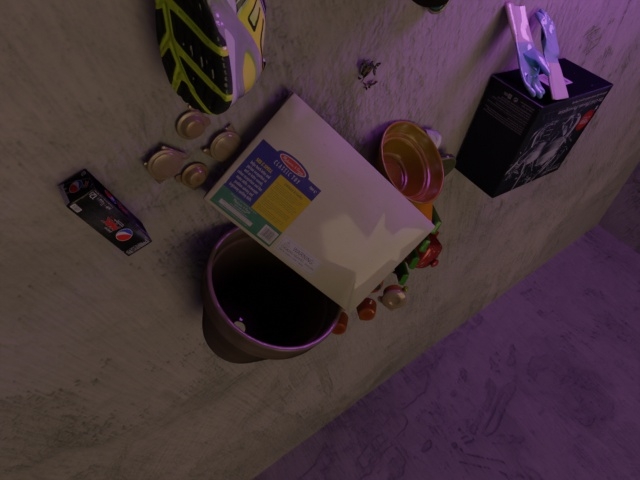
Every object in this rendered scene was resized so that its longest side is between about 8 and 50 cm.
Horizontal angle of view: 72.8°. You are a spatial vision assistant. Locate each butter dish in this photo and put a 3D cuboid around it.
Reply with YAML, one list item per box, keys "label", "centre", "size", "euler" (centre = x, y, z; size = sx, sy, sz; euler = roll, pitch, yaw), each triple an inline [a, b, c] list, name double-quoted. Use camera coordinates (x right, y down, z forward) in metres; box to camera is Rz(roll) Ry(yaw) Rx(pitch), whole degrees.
- label: "butter dish"
  centre: [0.386, 0.050, 1.597]
  size: [0.160, 0.118, 0.160]
  euler: [5, 128, -48]

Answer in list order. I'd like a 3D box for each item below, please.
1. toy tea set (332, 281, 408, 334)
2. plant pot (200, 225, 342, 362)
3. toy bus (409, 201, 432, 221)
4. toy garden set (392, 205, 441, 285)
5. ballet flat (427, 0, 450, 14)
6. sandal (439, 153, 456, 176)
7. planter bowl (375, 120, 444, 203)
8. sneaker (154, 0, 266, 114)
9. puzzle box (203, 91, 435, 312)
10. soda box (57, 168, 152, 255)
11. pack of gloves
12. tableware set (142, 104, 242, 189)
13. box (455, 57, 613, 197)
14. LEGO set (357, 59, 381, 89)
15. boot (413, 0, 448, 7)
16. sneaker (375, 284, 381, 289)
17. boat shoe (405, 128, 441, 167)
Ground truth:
- label: "toy tea set"
  centre: [0.129, 0.190, 1.522]
  size: [0.336, 0.124, 0.200]
  euler: [-32, 117, 23]
- label: "plant pot"
  centre: [-0.152, 0.159, 1.048]
  size: [0.323, 0.323, 0.280]
  euler: [-11, 155, -38]
- label: "toy bus"
  centre: [0.136, -0.065, 1.127]
  size: [0.333, 0.130, 0.108]
  euler: [-8, 106, -38]
- label: "toy garden set"
  centre: [0.275, -0.016, 1.362]
  size: [0.049, 0.203, 0.244]
  euler: [17, 121, -12]
- label: "ballet flat"
  centre: [0.260, -0.520, 0.832]
  size: [0.168, 0.057, 0.052]
  euler: [-54, 173, 28]
- label: "sandal"
  centre: [0.289, -0.135, 1.294]
  size: [0.303, 0.086, 0.120]
  euler: [-42, 148, 4]
- label: "planter bowl"
  centre: [0.207, -0.185, 1.103]
  size: [0.217, 0.217, 0.090]
  euler: [-13, 176, -36]
- label: "sneaker"
  centre: [-0.144, -0.365, 0.553]
  size: [0.147, 0.145, 0.384]
  euler: [-54, 161, -42]
- label: "puzzle box"
  centre: [0.006, -0.064, 0.899]
  size: [0.409, 0.052, 0.272]
  euler: [40, 101, -19]
- label: "soda box"
  centre: [-0.370, -0.043, 0.756]
  size: [0.053, 0.060, 0.169]
  euler: [-36, 147, -9]
- label: "pack of gloves"
  centre: [0.541, -0.457, 1.042]
  size: [0.195, 0.231, 0.046]
  euler: [-15, -177, -32]
- label: "tableware set"
  centre: [-0.230, -0.159, 0.795]
  size: [0.168, 0.020, 0.141]
  euler: [-45, 150, 7]
- label: "box"
  centre: [0.625, -0.338, 1.302]
  size: [0.344, 0.179, 0.312]
  euler: [-22, 145, -26]
- label: "LEGO set"
  centre: [0.096, -0.348, 0.898]
  size: [0.054, 0.023, 0.083]
  euler: [-28, 160, -15]
- label: "boot"
  centre: [0.135, -0.519, 0.679]
  size: [0.305, 0.112, 0.115]
  euler: [26, 81, -51]
- label: "sneaker"
  centre: [0.093, 0.118, 1.307]
  size: [0.350, 0.148, 0.131]
  euler: [-39, -175, 10]
- label: "boat shoe"
  centre: [0.260, -0.219, 1.187]
  size: [0.063, 0.066, 0.184]
  euler: [8, 129, -33]
